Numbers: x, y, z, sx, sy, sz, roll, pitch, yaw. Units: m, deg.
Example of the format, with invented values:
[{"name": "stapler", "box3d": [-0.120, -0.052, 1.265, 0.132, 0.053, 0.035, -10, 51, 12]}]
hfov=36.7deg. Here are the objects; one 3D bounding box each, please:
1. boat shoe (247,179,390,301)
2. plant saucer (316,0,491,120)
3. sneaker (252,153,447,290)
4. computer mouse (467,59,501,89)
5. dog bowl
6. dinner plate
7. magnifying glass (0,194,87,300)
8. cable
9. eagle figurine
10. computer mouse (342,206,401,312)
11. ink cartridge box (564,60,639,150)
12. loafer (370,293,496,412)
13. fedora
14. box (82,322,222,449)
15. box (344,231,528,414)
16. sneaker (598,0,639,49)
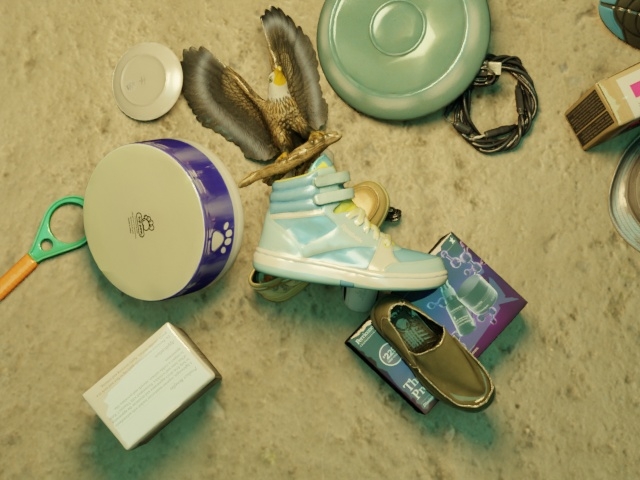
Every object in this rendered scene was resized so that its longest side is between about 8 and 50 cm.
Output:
[{"name": "boat shoe", "box3d": [0.000, 0.000, 1.654, 0.285, 0.089, 0.104, -43, 72, 2]}, {"name": "plant saucer", "box3d": [0.139, -0.372, 1.702, 0.317, 0.044, 0.317, -1, 87, 17]}, {"name": "sneaker", "box3d": [0.058, -0.030, 1.559, 0.319, 0.127, 0.208, 7, 92, -3]}, {"name": "computer mouse", "box3d": [0.237, -0.410, 1.726, 0.188, 0.072, 0.272, 4, 76, 15]}, {"name": "dog bowl", "box3d": [-0.262, -0.035, 1.594, 0.265, 0.104, 0.265, 6, 103, 30]}, {"name": "dinner plate", "box3d": [-0.311, -0.284, 1.711, 0.141, 0.017, 0.141, -1, 87, 20]}, {"name": "magnifying glass", "box3d": [-0.485, 0.014, 1.686, 0.092, 0.026, 0.231, 44, 84, 3]}, {"name": "cable", "box3d": [0.321, -0.252, 1.744, 0.150, 0.047, 0.184, 34, 81, 4]}, {"name": "eagle figurine", "box3d": [-0.083, -0.239, 1.679, 0.226, 0.225, 0.298, 2, 43, -41]}, {"name": "computer mouse", "box3d": [0.083, 0.031, 1.700, 0.106, 0.042, 0.193, 6, 82, -2]}, {"name": "ink cartridge box", "box3d": [0.569, -0.259, 1.683, 0.234, 0.193, 0.088, -25, 84, -5]}, {"name": "loafer", "box3d": [0.182, 0.186, 1.562, 0.251, 0.087, 0.094, 40, 84, 2]}, {"name": "fedora", "box3d": [0.655, -0.100, 1.702, 0.244, 0.124, 0.275, 41, 83, 3]}, {"name": "box", "box3d": [-0.271, 0.239, 1.589, 0.181, 0.182, 0.119, -40, 84, -7]}, {"name": "box", "box3d": [0.196, 0.142, 1.664, 0.184, 0.103, 0.261, 43, 83, 6]}, {"name": "sneaker", "box3d": [0.678, -0.422, 1.765, 0.341, 0.125, 0.140, 10, 55, 1]}]
